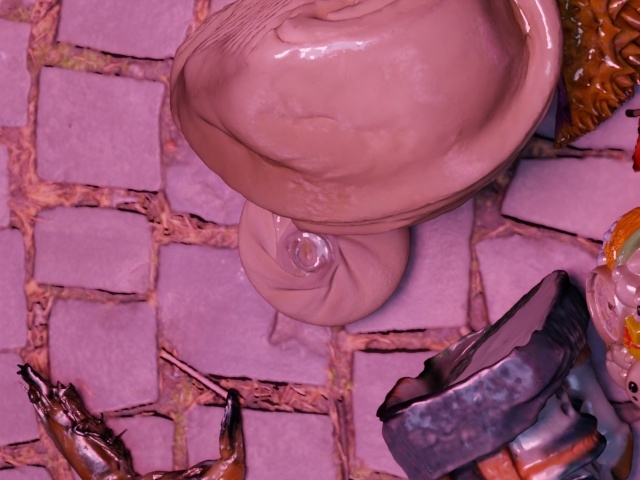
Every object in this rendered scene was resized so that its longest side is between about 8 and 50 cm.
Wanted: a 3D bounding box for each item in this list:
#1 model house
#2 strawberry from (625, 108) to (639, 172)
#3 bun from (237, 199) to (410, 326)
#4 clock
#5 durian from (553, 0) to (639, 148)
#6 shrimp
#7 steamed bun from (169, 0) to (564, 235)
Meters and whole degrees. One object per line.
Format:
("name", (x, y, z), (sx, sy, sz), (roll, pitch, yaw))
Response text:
("model house", (0.205, 0.208, 1.504), (0.184, 0.253, 0.291), (-27, 94, 17))
("strawberry", (0.364, -0.064, 1.458), (0.167, 0.208, 0.087), (-30, 128, 23))
("bun", (0.000, 0.000, 1.601), (0.172, 0.120, 0.173), (2, 98, 15))
("clock", (0.308, 0.071, 1.468), (0.103, 0.144, 0.231), (-15, 128, -9))
("durian", (0.253, -0.241, 1.500), (0.186, 0.154, 0.261), (-30, 96, -6))
("shrimp", (-0.186, 0.187, 1.725), (0.198, 0.051, 0.262), (-41, 87, 11))
("steamed bun", (0.056, -0.142, 1.451), (0.342, 0.367, 0.255), (-36, 105, -6))
